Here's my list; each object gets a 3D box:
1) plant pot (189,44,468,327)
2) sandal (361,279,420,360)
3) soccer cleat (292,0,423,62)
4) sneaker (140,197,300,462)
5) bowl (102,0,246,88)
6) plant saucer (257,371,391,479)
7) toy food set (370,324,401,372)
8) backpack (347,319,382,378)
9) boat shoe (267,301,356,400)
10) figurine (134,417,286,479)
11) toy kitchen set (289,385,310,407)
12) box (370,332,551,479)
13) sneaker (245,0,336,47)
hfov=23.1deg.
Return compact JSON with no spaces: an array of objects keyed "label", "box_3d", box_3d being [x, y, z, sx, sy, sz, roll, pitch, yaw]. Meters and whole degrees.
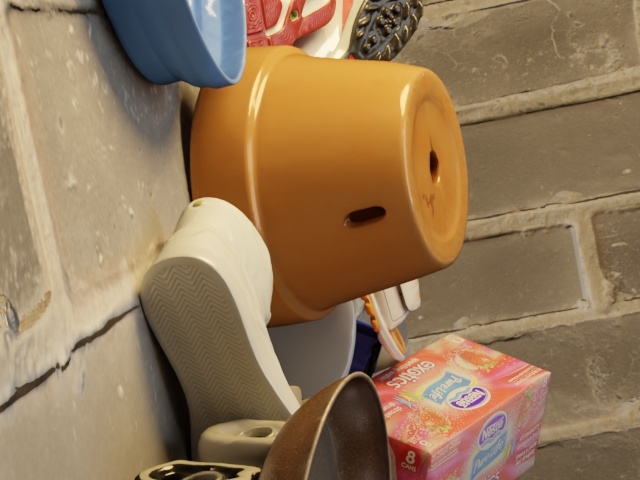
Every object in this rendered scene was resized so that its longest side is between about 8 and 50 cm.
[{"label":"plant pot","box_3d":[0.024,-0.063,1.576,0.291,0.204,0.290,-6,90,-68]},{"label":"sandal","box_3d":[0.069,0.018,1.809,0.102,0.076,0.265,-100,169,-71]},{"label":"soccer cleat","box_3d":[-0.009,-0.190,1.806,0.318,0.116,0.108,-52,122,-21]},{"label":"sneaker","box_3d":[-0.061,0.107,1.332,0.169,0.108,0.292,-77,155,-64]},{"label":"bowl","box_3d":[-0.149,-0.322,1.385,0.391,0.077,0.391,-11,90,-83]},{"label":"plant saucer","box_3d":[-0.004,0.249,1.133,0.310,0.050,0.310,2,90,-75]},{"label":"toy food set","box_3d":[0.033,0.118,1.985,0.104,0.111,0.232,-86,151,-69]},{"label":"backpack","box_3d":[0.014,0.153,1.885,0.098,0.101,0.120,-14,126,-77]},{"label":"boat shoe","box_3d":[-0.019,0.055,1.773,0.102,0.108,0.301,64,10,-59]},{"label":"figurine","box_3d":[-0.062,0.255,1.163,0.215,0.092,0.209,-24,112,-72]},{"label":"toy kitchen set","box_3d":[-0.029,0.252,1.483,0.207,0.122,0.166,38,39,-48]},{"label":"box","box_3d":[0.136,0.237,1.869,0.300,0.154,0.142,-22,126,-52]},{"label":"sneaker","box_3d":[-0.092,-0.240,1.728,0.221,0.128,0.087,-27,113,-47]}]
